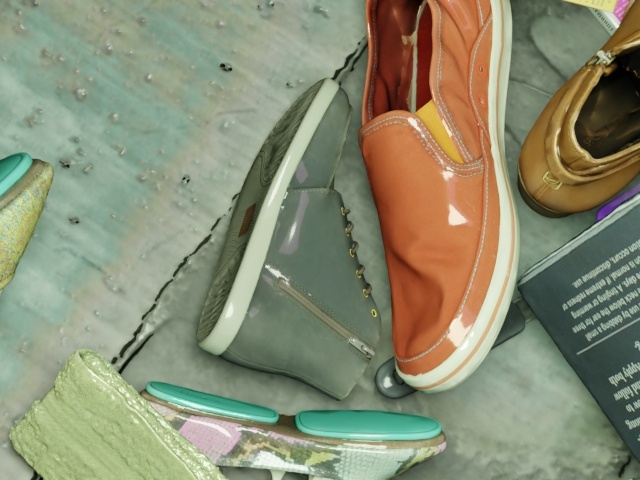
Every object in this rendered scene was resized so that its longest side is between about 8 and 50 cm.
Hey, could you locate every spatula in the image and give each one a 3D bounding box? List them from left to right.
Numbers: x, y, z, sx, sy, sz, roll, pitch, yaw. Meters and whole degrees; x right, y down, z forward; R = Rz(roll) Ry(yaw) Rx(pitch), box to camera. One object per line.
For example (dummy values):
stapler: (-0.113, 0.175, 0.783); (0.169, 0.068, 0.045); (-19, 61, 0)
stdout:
spatula: (0.167, 0.042, 1.350); (0.296, 0.030, 0.084); (-28, 85, -15)

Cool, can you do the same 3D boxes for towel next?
towel: (-0.136, 0.152, 1.244); (0.148, 0.110, 0.027); (43, 29, 2)

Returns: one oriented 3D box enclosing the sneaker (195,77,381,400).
sneaker: (0.000, 0.000, 1.317); (0.118, 0.083, 0.222); (26, 72, -17)

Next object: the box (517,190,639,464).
box: (0.386, 0.089, 1.263); (0.293, 0.212, 0.395); (-33, 85, -25)

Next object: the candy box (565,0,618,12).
candy box: (0.123, -0.224, 1.335); (0.187, 0.109, 0.053); (13, 112, -10)

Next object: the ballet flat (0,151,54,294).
ballet flat: (-0.309, 0.074, 1.228); (0.348, 0.123, 0.123); (-35, 85, -16)

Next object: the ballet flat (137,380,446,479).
ballet flat: (-0.026, 0.150, 1.277); (0.221, 0.077, 0.079); (7, 98, -1)

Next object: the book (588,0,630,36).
book: (0.265, -0.185, 1.421); (0.096, 0.035, 0.144); (-37, 85, -12)

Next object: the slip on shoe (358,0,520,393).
slip on shoe: (0.073, -0.052, 1.300); (0.101, 0.123, 0.331); (16, 66, -32)

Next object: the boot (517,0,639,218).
boot: (0.245, -0.136, 1.288); (0.283, 0.220, 0.109); (-42, 85, -7)

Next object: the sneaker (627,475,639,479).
sneaker: (0.255, 0.314, 1.281); (0.124, 0.107, 0.283); (-35, 82, 1)
